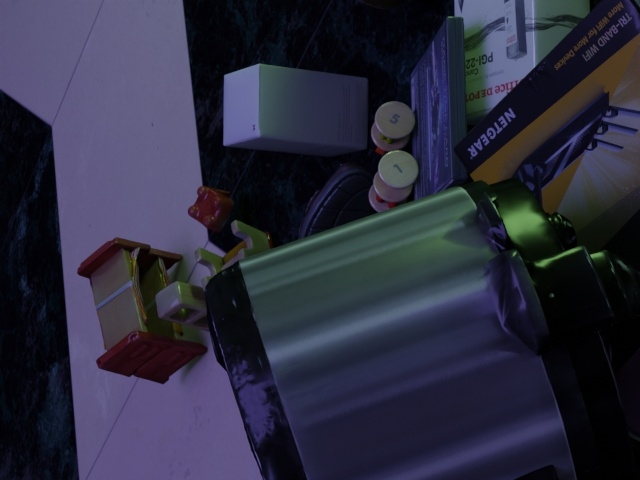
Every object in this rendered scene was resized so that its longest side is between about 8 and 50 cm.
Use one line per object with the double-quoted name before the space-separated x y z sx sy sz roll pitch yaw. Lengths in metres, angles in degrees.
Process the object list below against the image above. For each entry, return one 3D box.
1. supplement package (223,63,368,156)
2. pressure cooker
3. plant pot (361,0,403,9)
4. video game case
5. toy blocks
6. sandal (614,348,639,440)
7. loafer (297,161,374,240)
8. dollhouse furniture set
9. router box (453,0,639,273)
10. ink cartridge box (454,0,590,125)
"supplement package" -0.035 -0.180 2.223 0.105 0.179 0.105 -6 82 57
"pressure cooker" 0.128 0.133 1.570 0.370 0.420 0.376 -116 8 -66
"plant pot" 0.110 -0.450 2.029 0.230 0.215 0.215 -38 54 32
"video game case" 0.145 -0.146 1.967 0.274 0.026 0.196 129 141 -80
"toy blocks" 0.091 -0.101 2.105 0.148 0.054 0.123 106 162 -71
"sandal" 0.395 0.061 1.576 0.416 0.102 0.169 -51 45 44
"loafer" 0.000 0.000 2.236 0.084 0.096 0.268 58 136 52
"dollhouse furniture set" -0.211 0.054 2.555 0.374 0.152 0.201 -35 55 31
"router box" 0.309 -0.090 1.676 0.243 0.081 0.309 57 138 13
"ink cartridge box" 0.237 -0.251 1.877 0.158 0.092 0.218 -11 79 58
